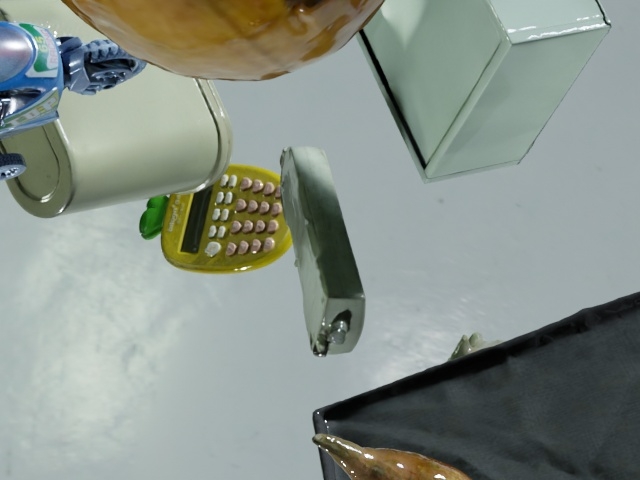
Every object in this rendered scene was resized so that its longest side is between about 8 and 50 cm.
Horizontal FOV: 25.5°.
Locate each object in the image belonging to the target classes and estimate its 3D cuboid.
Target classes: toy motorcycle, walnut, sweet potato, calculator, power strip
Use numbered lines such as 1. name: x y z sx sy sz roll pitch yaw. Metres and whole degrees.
1. toy motorcycle: -0.252 -0.100 1.004 0.254 0.135 0.092 -19 79 15
2. walnut: -0.069 -0.197 0.708 0.209 0.336 0.208 -7 75 26
3. sweet potato: 0.041 0.117 0.639 0.117 0.049 0.049 36 98 -22
4. calculator: -0.128 -0.027 1.791 0.235 0.032 0.146 3 73 31
5. power strip: -0.003 0.000 1.470 0.048 0.080 0.286 3 41 -16

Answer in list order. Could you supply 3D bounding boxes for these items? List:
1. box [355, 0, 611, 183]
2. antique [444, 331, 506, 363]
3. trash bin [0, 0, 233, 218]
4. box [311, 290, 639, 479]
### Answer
1. box: 0.141 -0.211 1.321 0.117 0.225 0.225 -12 65 -23
2. antique: 0.256 0.200 1.512 0.284 0.125 0.150 26 104 -13
3. trash bin: -0.234 -0.147 1.480 0.121 0.247 0.243 -28 85 36
4. box: 0.161 0.227 0.807 0.251 0.204 0.345 -20 36 4
